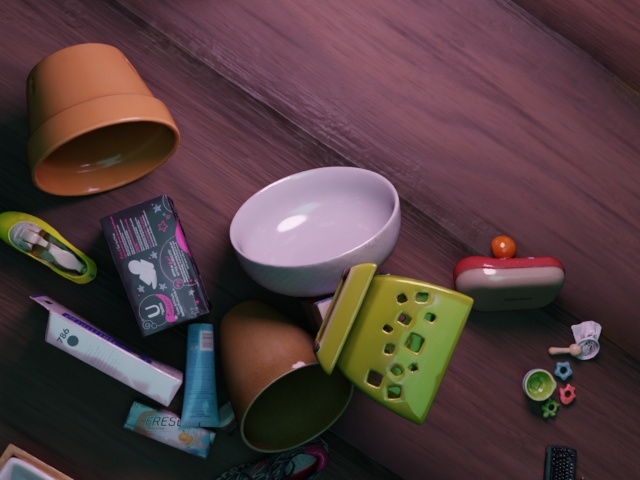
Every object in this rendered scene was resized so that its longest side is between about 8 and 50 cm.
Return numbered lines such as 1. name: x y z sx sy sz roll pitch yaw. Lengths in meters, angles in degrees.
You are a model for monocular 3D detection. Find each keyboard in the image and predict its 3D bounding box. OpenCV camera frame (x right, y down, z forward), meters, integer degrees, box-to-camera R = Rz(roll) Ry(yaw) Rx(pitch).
1. keyboard: 0.534 0.544 1.995 0.100 0.038 0.192 4 88 -8

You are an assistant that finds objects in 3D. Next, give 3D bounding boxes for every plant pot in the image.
1. plant pot: 0.109 0.158 1.560 0.207 0.228 0.227 24 87 -2
2. plant pot: -0.097 0.239 1.804 0.237 0.237 0.254 -30 49 -8
3. plant pot: -0.443 -0.241 1.781 0.290 0.291 0.204 -21 74 -8

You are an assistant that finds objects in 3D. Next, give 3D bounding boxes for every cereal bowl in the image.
1. cereal bowl: 0.000 0.000 1.822 0.338 0.339 0.141 -21 124 -8

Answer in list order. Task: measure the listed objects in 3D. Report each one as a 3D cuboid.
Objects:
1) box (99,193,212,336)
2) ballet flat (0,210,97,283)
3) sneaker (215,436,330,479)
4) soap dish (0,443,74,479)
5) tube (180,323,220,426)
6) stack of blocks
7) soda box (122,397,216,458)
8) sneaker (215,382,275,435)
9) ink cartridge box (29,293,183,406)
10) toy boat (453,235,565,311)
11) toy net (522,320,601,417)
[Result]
1. box: -0.325 0.049 1.828 0.142 0.163 0.247 -20 90 -5
2. ballet flat: -0.551 0.010 1.841 0.231 0.077 0.077 33 85 -5
3. sneaker: -0.115 0.494 1.868 0.299 0.112 0.121 -37 93 -7
4. soap dish: -0.581 0.575 1.795 0.228 0.118 0.291 32 84 -6
5. tube: -0.243 0.273 1.867 0.080 0.052 0.207 1 76 -10
6. stack of blocks: 0.068 0.132 1.813 0.171 0.297 0.087 -20 90 -7
7. soda box: -0.306 0.381 1.869 0.183 0.063 0.058 22 85 -7
8. sneaker: -0.150 0.342 1.906 0.158 0.061 0.065 -39 123 -12
9. ink cartridge box: -0.427 0.213 1.807 0.332 0.165 0.065 31 85 -5
10. toy boat: 0.395 0.059 1.958 0.231 0.151 0.151 -2 58 -9
11. toy net: 0.544 0.275 2.002 0.232 0.045 0.122 -43 94 -7
